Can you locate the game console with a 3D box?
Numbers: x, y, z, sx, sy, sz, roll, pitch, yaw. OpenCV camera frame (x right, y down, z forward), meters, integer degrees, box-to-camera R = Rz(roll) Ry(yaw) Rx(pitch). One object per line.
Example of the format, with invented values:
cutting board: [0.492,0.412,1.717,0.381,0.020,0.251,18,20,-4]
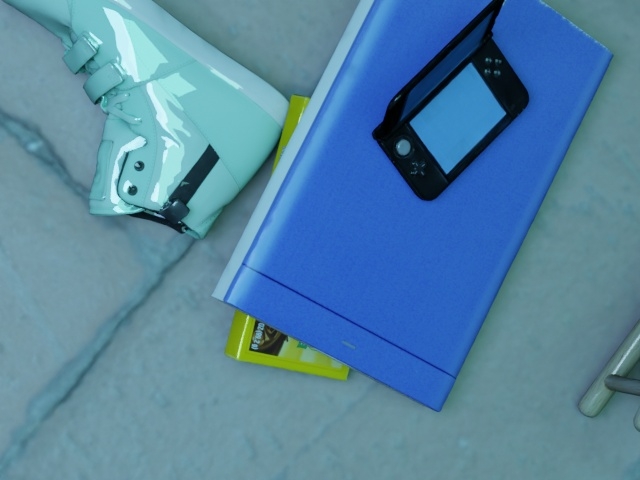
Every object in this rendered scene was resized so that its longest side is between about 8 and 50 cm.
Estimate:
game console: [0.103,-0.101,1.070,0.122,0.071,0.107,-44,114,-14]

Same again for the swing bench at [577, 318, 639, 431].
swing bench: [0.384,0.096,1.143,0.253,0.165,0.254,33,85,-5]

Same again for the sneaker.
sneaker: [-0.161,-0.104,1.103,0.256,0.094,0.151,32,78,-9]

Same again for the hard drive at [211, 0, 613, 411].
hard drive: [0.077,-0.054,1.129,0.210,0.040,0.318,29,84,-28]

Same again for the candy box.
candy box: [0.000,0.000,1.137,0.105,0.027,0.205,14,91,-34]
